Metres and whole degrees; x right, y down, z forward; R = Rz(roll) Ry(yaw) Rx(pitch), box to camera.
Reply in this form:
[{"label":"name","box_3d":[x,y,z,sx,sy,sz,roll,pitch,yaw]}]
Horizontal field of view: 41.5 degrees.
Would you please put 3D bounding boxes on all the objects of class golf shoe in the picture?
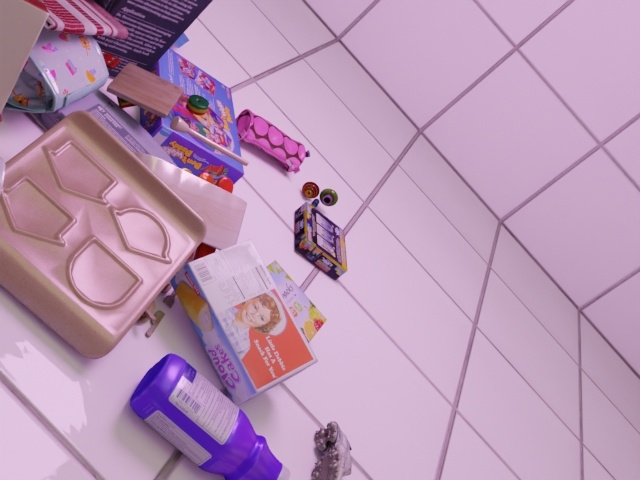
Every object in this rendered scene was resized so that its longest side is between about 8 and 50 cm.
[{"label":"golf shoe","box_3d":[0.033,0.419,1.572,0.086,0.069,0.176,47,25,-20]}]

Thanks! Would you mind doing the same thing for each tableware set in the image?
[{"label":"tableware set","box_3d":[-0.310,0.076,1.514,0.128,0.039,0.194,44,25,-12]}]

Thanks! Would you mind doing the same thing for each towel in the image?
[{"label":"towel","box_3d":[-0.513,-0.460,1.580,0.237,0.037,0.329,40,15,0]}]

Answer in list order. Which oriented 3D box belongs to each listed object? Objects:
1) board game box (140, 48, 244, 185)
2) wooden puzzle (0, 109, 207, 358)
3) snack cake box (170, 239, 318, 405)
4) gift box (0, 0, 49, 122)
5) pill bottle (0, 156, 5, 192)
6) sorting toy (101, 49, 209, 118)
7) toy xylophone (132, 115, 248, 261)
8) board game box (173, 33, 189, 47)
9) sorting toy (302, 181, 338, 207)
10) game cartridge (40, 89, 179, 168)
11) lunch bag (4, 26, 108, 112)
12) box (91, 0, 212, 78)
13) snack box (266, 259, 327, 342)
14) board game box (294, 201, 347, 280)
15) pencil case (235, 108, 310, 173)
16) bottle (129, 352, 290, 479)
[{"label":"board game box","box_3d":[-0.307,-0.294,1.988,0.233,0.078,0.347,31,31,-35]},{"label":"wooden puzzle","box_3d":[-0.395,-0.013,1.402,0.322,0.080,0.348,44,45,-10]},{"label":"snack cake box","box_3d":[-0.141,0.146,1.546,0.152,0.089,0.264,-22,79,-42]},{"label":"gift box","box_3d":[-0.596,-0.310,1.284,0.276,0.258,0.255,24,11,-25]},{"label":"pill bottle","box_3d":[-0.582,-0.105,1.147,0.272,0.152,0.152,18,38,-33]},{"label":"sorting toy","box_3d":[-0.380,-0.309,1.786,0.275,0.046,0.132,25,34,-7]},{"label":"toy xylophone","box_3d":[-0.256,-0.089,1.635,0.323,0.081,0.236,36,65,-38]},{"label":"board game box","box_3d":[-0.419,-0.547,2.218,0.133,0.033,0.168,39,22,-11]},{"label":"sorting toy","box_3d":[-0.006,-0.115,2.254,0.102,0.061,0.042,25,27,1]},{"label":"game cartridge","box_3d":[-0.403,-0.179,1.705,0.297,0.062,0.198,46,21,-8]},{"label":"lunch bag","box_3d":[-0.547,-0.350,1.585,0.262,0.160,0.223,41,25,-5]},{"label":"box","box_3d":[-0.416,-0.596,1.859,0.212,0.395,0.293,8,47,-55]},{"label":"snack box","box_3d":[-0.093,0.153,1.726,0.174,0.070,0.207,49,24,-1]},{"label":"board game box","box_3d":[0.000,0.000,2.118,0.141,0.048,0.170,39,26,-25]},{"label":"pencil case","box_3d":[-0.132,-0.256,2.216,0.209,0.095,0.098,28,48,-34]},{"label":"bottle","box_3d":[-0.171,0.308,1.356,0.283,0.092,0.118,44,26,-13]}]
